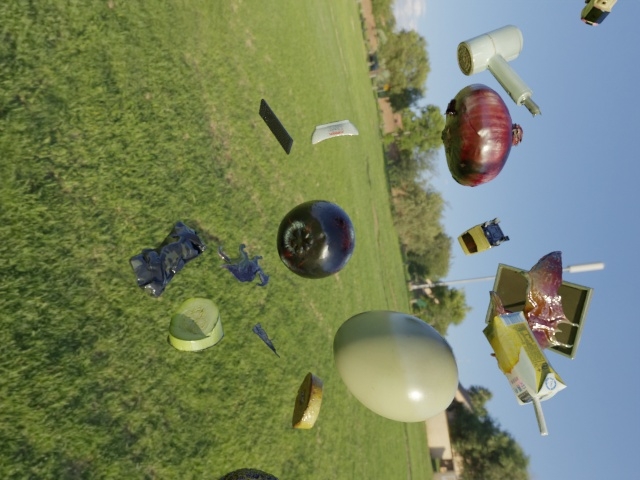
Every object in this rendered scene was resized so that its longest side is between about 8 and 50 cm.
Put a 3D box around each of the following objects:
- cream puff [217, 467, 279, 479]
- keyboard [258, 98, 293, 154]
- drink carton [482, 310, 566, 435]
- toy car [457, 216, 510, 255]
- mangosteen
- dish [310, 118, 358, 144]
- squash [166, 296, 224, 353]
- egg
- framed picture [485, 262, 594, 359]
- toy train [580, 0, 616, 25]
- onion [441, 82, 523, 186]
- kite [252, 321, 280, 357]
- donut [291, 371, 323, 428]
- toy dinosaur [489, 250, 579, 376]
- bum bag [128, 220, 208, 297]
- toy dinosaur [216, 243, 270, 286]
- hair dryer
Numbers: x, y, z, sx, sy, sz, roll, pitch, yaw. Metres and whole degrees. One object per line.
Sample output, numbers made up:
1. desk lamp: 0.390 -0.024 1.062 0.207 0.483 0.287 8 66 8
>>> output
1. cream puff: -0.182 0.686 1.060 0.239 0.239 0.164 56 44 -70
2. keyboard: -0.143 -0.359 1.296 0.204 0.013 0.061 56 -33 24
3. drink carton: 0.366 0.229 0.724 0.084 0.075 0.200 101 -23 -52
4. toy car: 0.607 -0.012 1.538 0.257 0.124 0.101 -10 73 -54
5. mangosteen: -0.005 -0.006 1.521 0.300 0.300 0.300 -8 90 -81
6. dish: 0.055 -0.495 1.865 0.151 0.212 0.077 -102 -179 -74
7. squash: -0.495 0.340 1.631 0.220 0.220 0.133 -81 175 -61
8. egg: 0.132 0.223 0.760 0.186 0.242 0.186 -25 127 -39
9. framed picture: 0.728 0.229 1.408 0.324 0.020 0.240 18 -80 55
10. toy train: 0.643 -0.557 0.918 0.138 0.050 0.087 109 2 -64
11. onion: 0.563 -0.358 1.418 0.347 0.285 0.347 -5 90 -88
12. kite: -0.198 0.346 1.475 0.159 0.010 0.190 44 3 -45
13. donut: -0.036 0.531 1.364 0.162 0.065 0.178 124 -14 -54
14. toy dinosaur: 0.519 0.202 1.025 0.113 0.207 0.327 -30 111 -72
15. bum bag: -0.505 0.052 1.379 0.144 0.095 0.340 48 33 -12
16. toy dinosaur: -0.322 0.104 1.752 0.294 0.077 0.162 15 49 -42
17. hair dryer: 0.566 -0.490 1.232 0.107 0.173 0.357 67 3 -62
